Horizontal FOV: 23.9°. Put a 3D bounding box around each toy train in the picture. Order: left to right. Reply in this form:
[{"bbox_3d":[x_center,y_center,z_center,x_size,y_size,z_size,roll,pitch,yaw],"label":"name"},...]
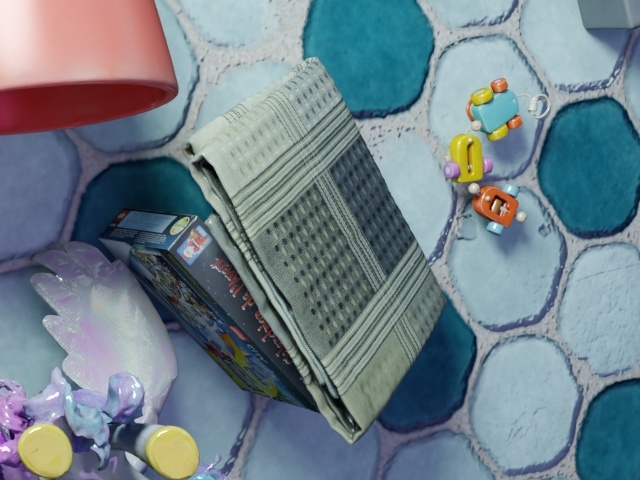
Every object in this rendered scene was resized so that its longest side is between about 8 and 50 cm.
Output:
[{"bbox_3d":[0.191,-0.097,1.694,0.125,0.046,0.166,22,85,-32],"label":"toy train"}]

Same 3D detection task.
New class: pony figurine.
[{"bbox_3d":[-0.207,0.197,1.330,0.303,0.363,0.351,-38,96,-16],"label":"pony figurine"}]

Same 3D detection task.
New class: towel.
[{"bbox_3d":[0.000,0.000,1.470,0.312,0.056,0.324,62,27,-10],"label":"towel"}]

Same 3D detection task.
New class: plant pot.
[{"bbox_3d":[-0.271,-0.225,1.285,0.275,0.275,0.243,-7,88,-31],"label":"plant pot"}]

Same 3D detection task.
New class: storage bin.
[{"bbox_3d":[0.362,-0.275,1.741,0.091,0.135,0.098,-20,104,-17],"label":"storage bin"}]

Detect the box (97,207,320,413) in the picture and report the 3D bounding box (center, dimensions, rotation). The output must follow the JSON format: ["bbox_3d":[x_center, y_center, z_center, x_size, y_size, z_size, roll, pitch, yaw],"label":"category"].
[{"bbox_3d":[-0.095,0.066,1.459,0.044,0.159,0.233,-50,117,-19],"label":"box"}]
